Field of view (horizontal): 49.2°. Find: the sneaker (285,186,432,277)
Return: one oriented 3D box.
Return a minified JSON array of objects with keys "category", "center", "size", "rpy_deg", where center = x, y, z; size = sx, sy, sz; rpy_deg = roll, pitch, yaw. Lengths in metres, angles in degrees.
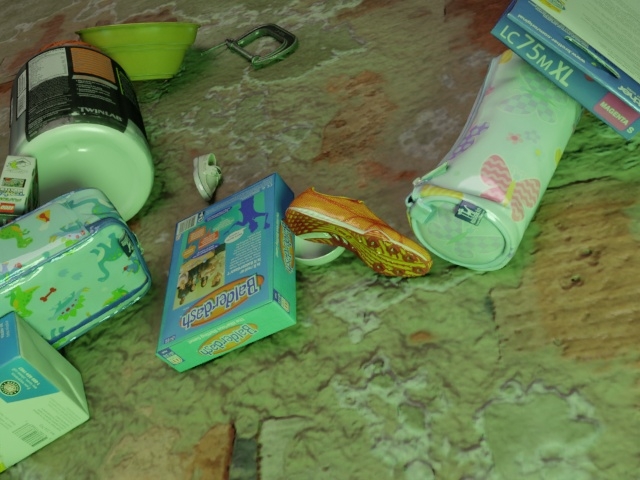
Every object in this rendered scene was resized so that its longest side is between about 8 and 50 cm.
[{"category":"sneaker","center":[0.047,-0.015,0.774],"size":[0.175,0.064,0.067],"rpy_deg":[27,53,14]}]

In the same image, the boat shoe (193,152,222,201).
[{"category":"boat shoe","center":[-0.159,-0.094,1.000],"size":[0.035,0.035,0.100],"rpy_deg":[-25,36,6]}]

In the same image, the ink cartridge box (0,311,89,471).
[{"category":"ink cartridge box","center":[-0.390,0.196,0.756],"size":[0.231,0.134,0.078],"rpy_deg":[-30,44,-5]}]

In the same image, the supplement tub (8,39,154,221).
[{"category":"supplement tub","center":[-0.367,-0.171,1.059],"size":[0.193,0.194,0.316],"rpy_deg":[-27,42,0]}]

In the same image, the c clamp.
[{"category":"c clamp","center":[-0.118,-0.338,1.230],"size":[0.137,0.022,0.160],"rpy_deg":[-36,42,-17]}]

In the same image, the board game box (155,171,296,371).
[{"category":"board game box","center":[-0.106,0.033,0.819],"size":[0.160,0.047,0.210],"rpy_deg":[-24,41,21]}]

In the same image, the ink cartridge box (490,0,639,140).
[{"category":"ink cartridge box","center":[0.298,-0.229,0.763],"size":[0.185,0.065,0.311],"rpy_deg":[37,43,-1]}]

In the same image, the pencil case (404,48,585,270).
[{"category":"pencil case","center":[0.198,-0.096,0.767],"size":[0.124,0.113,0.273],"rpy_deg":[26,60,16]}]

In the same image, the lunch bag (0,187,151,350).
[{"category":"lunch bag","center":[-0.316,0.050,0.825],"size":[0.219,0.176,0.090],"rpy_deg":[-31,60,-19]}]

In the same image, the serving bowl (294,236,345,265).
[{"category":"serving bowl","center":[0.000,0.000,0.834],"size":[0.083,0.027,0.083],"rpy_deg":[-14,44,13]}]

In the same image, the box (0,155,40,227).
[{"category":"box","center":[-0.383,0.008,0.892],"size":[0.036,0.207,0.114],"rpy_deg":[4,41,-14]}]

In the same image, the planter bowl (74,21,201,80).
[{"category":"planter bowl","center":[-0.315,-0.328,1.235],"size":[0.217,0.090,0.217],"rpy_deg":[-5,12,1]}]
